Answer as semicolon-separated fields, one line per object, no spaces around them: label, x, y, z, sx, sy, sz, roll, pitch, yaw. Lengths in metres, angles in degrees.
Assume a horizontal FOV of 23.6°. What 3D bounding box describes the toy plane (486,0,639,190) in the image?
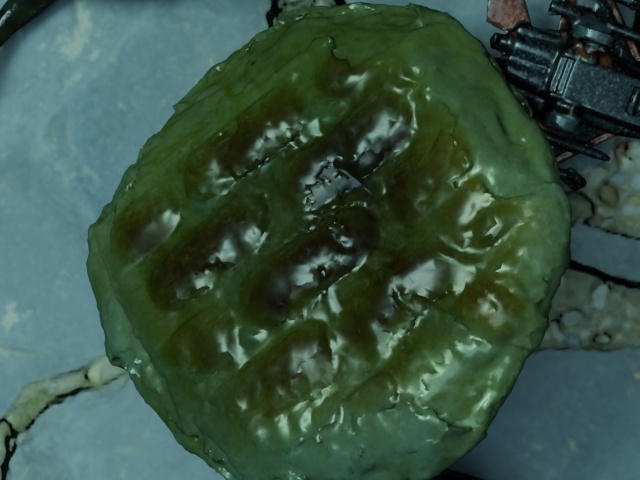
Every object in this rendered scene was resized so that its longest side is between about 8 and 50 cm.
toy plane;0.171;-0.079;0.859;0.189;0.061;0.130;20;97;9

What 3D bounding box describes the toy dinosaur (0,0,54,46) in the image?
toy dinosaur;-0.149;-0.166;0.871;0.179;0.187;0.087;-21;88;-15

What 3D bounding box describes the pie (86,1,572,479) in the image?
pie;0.000;0.000;0.848;0.306;0.071;0.306;-7;75;28

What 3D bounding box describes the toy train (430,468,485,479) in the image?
toy train;0.034;0.201;0.891;0.198;0.107;0.154;16;90;10
